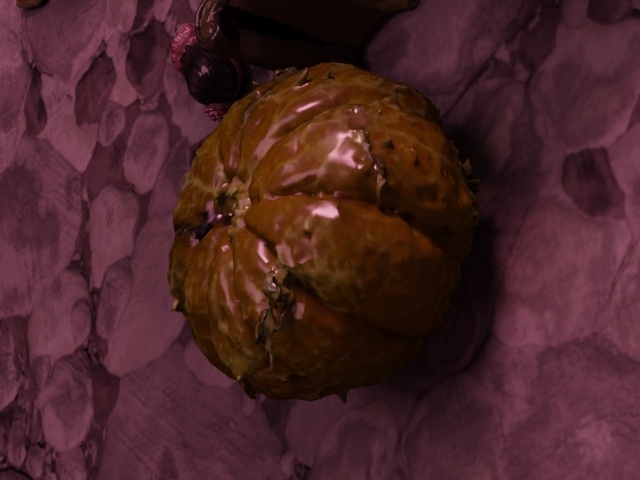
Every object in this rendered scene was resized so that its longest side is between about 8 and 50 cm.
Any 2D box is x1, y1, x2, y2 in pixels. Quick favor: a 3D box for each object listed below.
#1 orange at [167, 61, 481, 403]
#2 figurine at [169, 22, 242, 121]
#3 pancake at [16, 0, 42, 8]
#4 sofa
[{"bbox_3d":[0.000,0.000,1.578,0.301,0.223,0.300,0,69,54],"label":"orange"},{"bbox_3d":[-0.126,-0.179,1.911,0.129,0.054,0.072,48,125,48],"label":"figurine"},{"bbox_3d":[-0.346,-0.352,2.254,0.116,0.022,0.129,-35,60,41],"label":"pancake"},{"bbox_3d":[-0.060,-0.270,1.738,0.182,0.200,0.258,-42,52,34],"label":"sofa"}]
